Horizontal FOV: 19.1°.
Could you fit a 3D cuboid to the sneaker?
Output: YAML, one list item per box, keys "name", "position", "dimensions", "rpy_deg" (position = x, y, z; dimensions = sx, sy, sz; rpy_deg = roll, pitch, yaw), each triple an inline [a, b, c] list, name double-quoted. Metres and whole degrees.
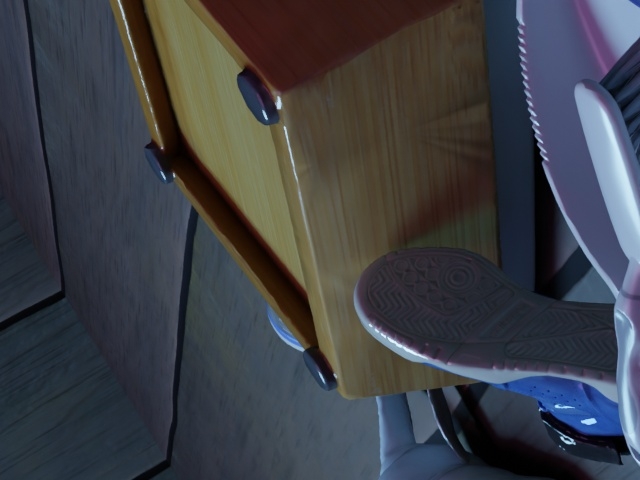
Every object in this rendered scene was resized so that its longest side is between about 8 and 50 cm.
- name: "sneaker"
  position: [0.090, 0.053, 0.814]
  dimensions: [0.152, 0.058, 0.084]
  rpy_deg: [10, 150, 16]

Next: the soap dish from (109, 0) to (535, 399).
- name: "soap dish"
  position: [-0.007, -0.074, 0.871]
  dimensions: [0.229, 0.118, 0.291]
  rpy_deg: [51, 165, 31]

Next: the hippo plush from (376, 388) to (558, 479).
- name: "hippo plush"
  position: [0.039, 0.234, 1.094]
  dimensions: [0.294, 0.236, 0.234]
  rpy_deg: [58, 166, 6]

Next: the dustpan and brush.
- name: "dustpan and brush"
  position: [0.121, -0.002, 0.689]
  dimensions: [0.147, 0.060, 0.211]
  rpy_deg: [42, 158, 51]

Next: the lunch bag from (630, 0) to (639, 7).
- name: "lunch bag"
  position: [0.088, -0.152, 0.445]
  dimensions: [0.176, 0.090, 0.219]
  rpy_deg: [44, 161, 39]

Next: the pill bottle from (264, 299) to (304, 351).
- name: "pill bottle"
  position: [0.000, 0.000, 1.081]
  dimensions: [0.078, 0.078, 0.137]
  rpy_deg: [51, 163, 31]
